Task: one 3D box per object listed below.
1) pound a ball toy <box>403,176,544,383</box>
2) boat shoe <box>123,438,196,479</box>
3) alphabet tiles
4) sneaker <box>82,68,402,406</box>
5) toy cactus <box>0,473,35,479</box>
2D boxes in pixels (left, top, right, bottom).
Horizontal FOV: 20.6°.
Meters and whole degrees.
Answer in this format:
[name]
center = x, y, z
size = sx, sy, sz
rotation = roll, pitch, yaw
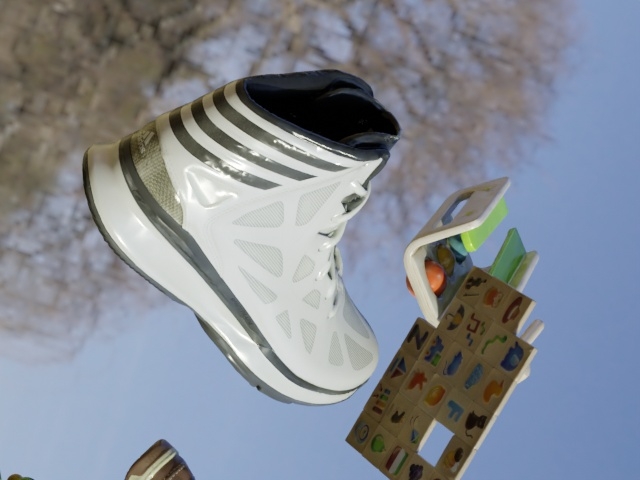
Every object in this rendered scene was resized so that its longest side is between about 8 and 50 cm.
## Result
[pound a ball toy]
center = 0.198, 0.060, 2.287
size = 0.135, 0.208, 0.319
rotation = -19, -171, 19
[boat shoe]
center = -0.192, 0.330, 2.118
size = 0.095, 0.095, 0.257
rotation = -45, 169, -22
[alphabet tiles]
center = 0.131, 0.145, 1.824
size = 0.237, 0.009, 0.198
rotation = -59, -149, 2
[sneaker]
center = 0.000, 0.001, 1.689
size = 0.257, 0.447, 0.169
rotation = -27, -130, 18
[toy cactus]
center = -0.319, 0.326, 1.963
size = 0.219, 0.112, 0.181
rotation = 28, -49, 32
